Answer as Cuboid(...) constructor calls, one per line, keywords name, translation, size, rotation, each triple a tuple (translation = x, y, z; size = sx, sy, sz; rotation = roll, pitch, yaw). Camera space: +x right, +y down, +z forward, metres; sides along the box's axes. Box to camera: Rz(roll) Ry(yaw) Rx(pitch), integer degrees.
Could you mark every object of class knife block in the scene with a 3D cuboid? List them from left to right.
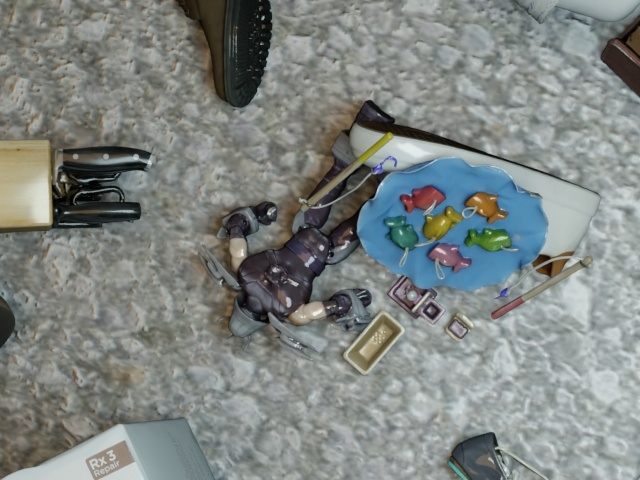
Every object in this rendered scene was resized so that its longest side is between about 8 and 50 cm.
Cuboid(name="knife block", translation=(-0.312, -0.055, 1.843), size=(0.242, 0.276, 0.088), rotation=(-5, 86, 34))

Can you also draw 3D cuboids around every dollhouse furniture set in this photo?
Cuboid(name="dollhouse furniture set", translation=(0.085, 0.099, 1.873), size=(0.091, 0.081, 0.114), rotation=(41, 91, 6))

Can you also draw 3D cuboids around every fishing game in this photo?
Cuboid(name="fishing game", translation=(0.127, -0.006, 1.763), size=(0.264, 0.041, 0.189), rotation=(33, 133, -28))

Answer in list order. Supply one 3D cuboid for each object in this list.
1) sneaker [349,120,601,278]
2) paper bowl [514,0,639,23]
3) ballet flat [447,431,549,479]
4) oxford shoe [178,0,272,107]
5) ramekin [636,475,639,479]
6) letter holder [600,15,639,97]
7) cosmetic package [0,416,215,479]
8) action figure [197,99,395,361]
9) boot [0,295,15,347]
Cuboid(name="sneaker", translation=(0.144, -0.030, 1.811), size=(0.290, 0.106, 0.123), rotation=(18, 97, -29))
Cuboid(name="paper bowl", translation=(0.295, -0.323, 1.775), size=(0.148, 0.284, 0.284), rotation=(42, 91, 1))
Cuboid(name="ballet flat", translation=(0.214, 0.275, 1.861), size=(0.074, 0.074, 0.203), rotation=(-40, 82, 2))
Cuboid(name="oxford shoe", translation=(-0.107, -0.248, 1.919), size=(0.096, 0.083, 0.227), rotation=(-6, 88, 27))
Cuboid(name="ramekin", translation=(0.396, 0.305, 1.822), size=(0.207, 0.109, 0.207), rotation=(0, 87, 5))
Cuboid(name="letter holder", translation=(0.436, -0.140, 1.786), size=(0.302, 0.214, 0.152), rotation=(45, 91, 5))
Cuboid(name="cosmetic package", translation=(-0.215, 0.277, 1.739), size=(0.217, 0.385, 0.156), rotation=(-26, 85, 4))
Cuboid(name="action figure", translation=(0.000, 0.000, 1.877), size=(0.185, 0.099, 0.285), rotation=(42, 92, 4))
Cuboid(name="boot", translation=(-0.456, 0.132, 1.928), size=(0.305, 0.112, 0.115), rotation=(-40, 55, 6))
